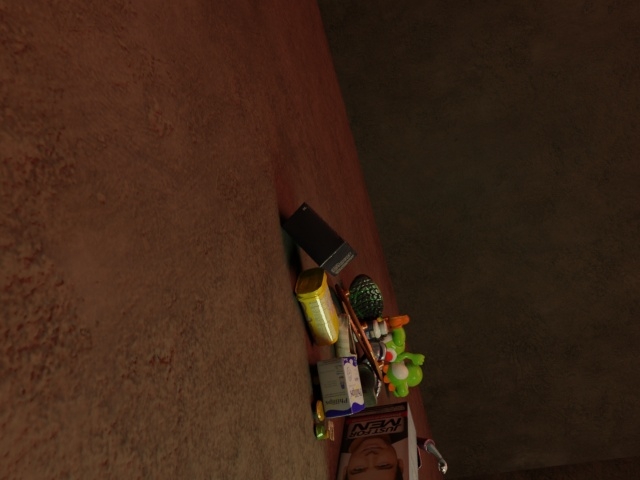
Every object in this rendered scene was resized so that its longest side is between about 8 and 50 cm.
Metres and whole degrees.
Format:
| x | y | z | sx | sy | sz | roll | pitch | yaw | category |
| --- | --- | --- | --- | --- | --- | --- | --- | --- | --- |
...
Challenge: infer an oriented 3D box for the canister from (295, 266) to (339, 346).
| x | y | z | sx | sy | sz | roll | pitch | yaw | category |
| --- | --- | --- | --- | --- | --- | --- | --- | --- | --- |
| -0.005 | 0.174 | 1.362 | 0.126 | 0.074 | 0.169 | -79 | 154 | -63 | canister |

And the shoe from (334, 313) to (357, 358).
| x | y | z | sx | sy | sz | roll | pitch | yaw | category |
| --- | --- | --- | --- | --- | --- | --- | --- | --- | --- |
| 0.079 | 0.331 | 1.597 | 0.076 | 0.058 | 0.218 | 18 | 59 | -75 | shoe |

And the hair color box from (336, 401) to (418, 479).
| x | y | z | sx | sy | sz | roll | pitch | yaw | category |
| --- | --- | --- | --- | --- | --- | --- | --- | --- | --- |
| 0.154 | 0.589 | 1.370 | 0.374 | 0.186 | 0.113 | -66 | 141 | -70 | hair color box |

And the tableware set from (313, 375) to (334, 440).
| x | y | z | sx | sy | sz | roll | pitch | yaw | category |
| --- | --- | --- | --- | --- | --- | --- | --- | --- | --- |
| 0.002 | 0.408 | 1.272 | 0.104 | 0.024 | 0.154 | 52 | 29 | -55 | tableware set |

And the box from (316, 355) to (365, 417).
| x | y | z | sx | sy | sz | roll | pitch | yaw | category |
| --- | --- | --- | --- | --- | --- | --- | --- | --- | --- |
| 0.053 | 0.364 | 1.307 | 0.126 | 0.072 | 0.137 | 30 | 49 | -68 | box |

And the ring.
| x | y | z | sx | sy | sz | roll | pitch | yaw | category |
| --- | --- | --- | --- | --- | --- | --- | --- | --- | --- |
| 0.128 | 0.288 | 1.668 | 0.336 | 0.032 | 0.336 | 65 | -5 | 0 | ring |

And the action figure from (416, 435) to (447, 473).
| x | y | z | sx | sy | sz | roll | pitch | yaw | category |
| --- | --- | --- | --- | --- | --- | --- | --- | --- | --- |
| 0.275 | 0.763 | 1.850 | 0.275 | 0.248 | 0.370 | 52 | 8 | 14 | action figure |

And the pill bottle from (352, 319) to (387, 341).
| x | y | z | sx | sy | sz | roll | pitch | yaw | category |
| --- | --- | --- | --- | --- | --- | --- | --- | --- | --- |
| 0.180 | 0.328 | 1.905 | 0.067 | 0.120 | 0.067 | -14 | 90 | -77 | pill bottle |

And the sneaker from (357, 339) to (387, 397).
| x | y | z | sx | sy | sz | roll | pitch | yaw | category |
| --- | --- | --- | --- | --- | --- | --- | --- | --- | --- |
| 0.169 | 0.469 | 1.872 | 0.083 | 0.098 | 0.223 | 139 | -37 | -72 | sneaker |

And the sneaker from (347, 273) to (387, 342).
| x | y | z | sx | sy | sz | roll | pitch | yaw | category |
| --- | --- | --- | --- | --- | --- | --- | --- | --- | --- |
| 0.166 | 0.243 | 1.974 | 0.146 | 0.134 | 0.343 | -100 | 178 | -45 | sneaker |

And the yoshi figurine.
| x | y | z | sx | sy | sz | roll | pitch | yaw | category |
| --- | --- | --- | --- | --- | --- | --- | --- | --- | --- |
| 0.369 | 0.523 | 2.392 | 0.203 | 0.203 | 0.361 | 35 | 46 | -81 | yoshi figurine |

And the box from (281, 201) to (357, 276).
| x | y | z | sx | sy | sz | roll | pitch | yaw | category |
| --- | --- | --- | --- | --- | --- | --- | --- | --- | --- |
| 0.000 | 0.000 | 1.366 | 0.156 | 0.093 | 0.158 | 45 | 1 | 20 | box |

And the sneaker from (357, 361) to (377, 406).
| x | y | z | sx | sy | sz | roll | pitch | yaw | category |
| --- | --- | --- | --- | --- | --- | --- | --- | --- | --- |
| 0.135 | 0.442 | 1.715 | 0.118 | 0.083 | 0.222 | -96 | 176 | -48 | sneaker |
